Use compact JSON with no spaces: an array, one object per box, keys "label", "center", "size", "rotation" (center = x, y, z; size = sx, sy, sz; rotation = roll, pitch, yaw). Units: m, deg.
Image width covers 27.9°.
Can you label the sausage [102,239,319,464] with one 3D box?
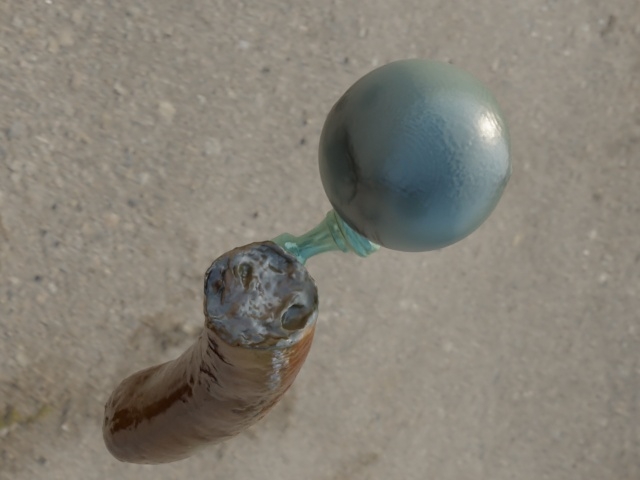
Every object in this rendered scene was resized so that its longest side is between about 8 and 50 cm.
[{"label":"sausage","center":[-0.075,0.094,0.920],"size":[0.103,0.302,0.076],"rotation":[16,58,-17]}]

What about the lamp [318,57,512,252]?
[{"label":"lamp","center":[0.050,-0.045,0.687],"size":[0.105,0.105,0.105],"rotation":[-22,123,-39]}]

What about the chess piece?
[{"label":"chess piece","center":[0.000,0.000,1.242],"size":[0.103,0.067,0.067],"rotation":[-25,140,16]}]
